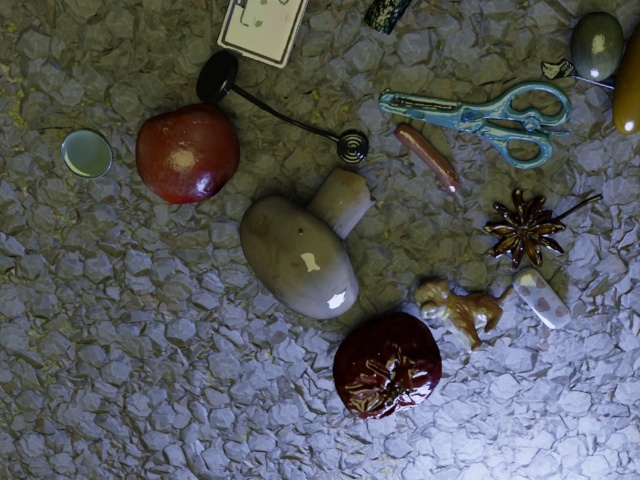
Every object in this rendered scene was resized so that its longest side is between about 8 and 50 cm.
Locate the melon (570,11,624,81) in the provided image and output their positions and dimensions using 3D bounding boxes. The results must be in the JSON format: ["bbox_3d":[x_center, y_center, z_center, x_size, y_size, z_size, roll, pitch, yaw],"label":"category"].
[{"bbox_3d":[0.522,-0.366,1.596,0.098,0.098,0.131,-4,118,5],"label":"melon"}]

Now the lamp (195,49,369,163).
[{"bbox_3d":[-0.070,-0.234,1.663,0.371,0.108,0.130,34,112,-18],"label":"lamp"}]

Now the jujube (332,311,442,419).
[{"bbox_3d":[0.148,0.274,1.844,0.232,0.213,0.213,-30,108,20],"label":"jujube"}]

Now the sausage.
[{"bbox_3d":[0.223,-0.170,1.729,0.043,0.043,0.186,-42,105,18],"label":"sausage"}]

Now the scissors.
[{"bbox_3d":[0.310,-0.250,1.693,0.392,0.032,0.180,10,113,-1],"label":"scissors"}]

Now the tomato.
[{"bbox_3d":[-0.260,-0.167,1.670,0.208,0.208,0.185,-11,109,8],"label":"tomato"}]

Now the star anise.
[{"bbox_3d":[0.457,-0.019,1.755,0.233,0.073,0.177,6,106,19],"label":"star anise"}]

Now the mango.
[{"bbox_3d":[0.621,-0.318,1.590,0.113,0.138,0.253,22,118,17],"label":"mango"}]

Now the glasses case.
[{"bbox_3d":[0.482,0.126,1.838,0.063,0.041,0.164,-38,107,14],"label":"glasses case"}]

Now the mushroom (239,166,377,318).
[{"bbox_3d":[0.000,0.000,1.723,0.290,0.292,0.292,-42,107,-12],"label":"mushroom"}]

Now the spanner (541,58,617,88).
[{"bbox_3d":[0.534,-0.319,1.661,0.208,0.012,0.046,13,114,-3],"label":"spanner"}]

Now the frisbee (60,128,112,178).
[{"bbox_3d":[-0.493,-0.182,1.781,0.110,0.014,0.110,1,113,2],"label":"frisbee"}]

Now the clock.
[{"bbox_3d":[-0.101,-0.442,1.614,0.146,0.071,0.192,19,113,-4],"label":"clock"}]

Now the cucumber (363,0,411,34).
[{"bbox_3d":[0.182,-0.520,1.570,0.067,0.067,0.294,31,111,-10],"label":"cucumber"}]

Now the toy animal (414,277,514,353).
[{"bbox_3d":[0.307,0.123,1.838,0.185,0.104,0.184,35,78,7],"label":"toy animal"}]
